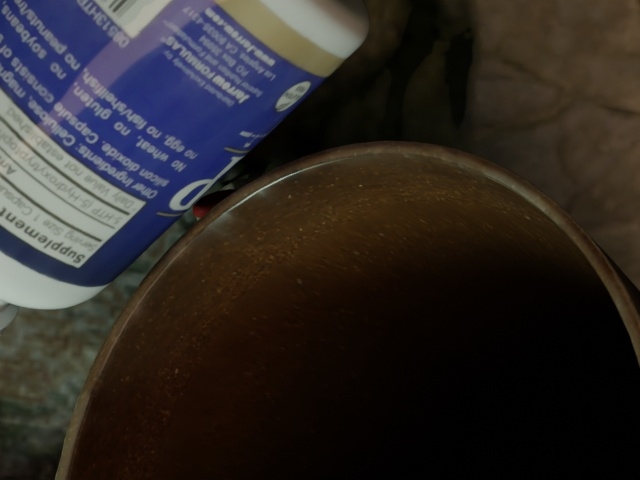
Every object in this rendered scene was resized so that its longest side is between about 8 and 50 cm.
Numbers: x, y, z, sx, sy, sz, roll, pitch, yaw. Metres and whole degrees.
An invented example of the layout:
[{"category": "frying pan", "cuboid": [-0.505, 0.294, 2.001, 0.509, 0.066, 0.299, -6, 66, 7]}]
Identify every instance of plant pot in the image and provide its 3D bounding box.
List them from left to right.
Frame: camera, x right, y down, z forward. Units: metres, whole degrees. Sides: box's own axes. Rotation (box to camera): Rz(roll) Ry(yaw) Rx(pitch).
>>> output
[{"category": "plant pot", "cuboid": [0.065, 0.106, 0.484, 0.215, 0.215, 0.230, -45, 141, 16]}]

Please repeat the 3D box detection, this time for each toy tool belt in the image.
[{"category": "toy tool belt", "cuboid": [0.000, 0.000, 0.513, 0.083, 0.052, 0.051, -14, 108, 4]}]

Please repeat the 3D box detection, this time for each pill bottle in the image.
[{"category": "pill bottle", "cuboid": [-0.086, -0.044, 0.451, 0.187, 0.112, 0.112, -42, 112, 16]}]

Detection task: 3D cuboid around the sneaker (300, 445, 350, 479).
[{"category": "sneaker", "cuboid": [-0.065, 0.125, 0.554, 0.166, 0.076, 0.065, -22, 116, 6]}]
